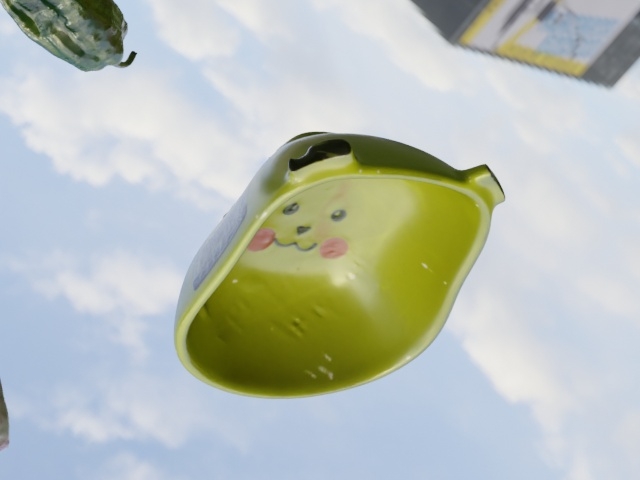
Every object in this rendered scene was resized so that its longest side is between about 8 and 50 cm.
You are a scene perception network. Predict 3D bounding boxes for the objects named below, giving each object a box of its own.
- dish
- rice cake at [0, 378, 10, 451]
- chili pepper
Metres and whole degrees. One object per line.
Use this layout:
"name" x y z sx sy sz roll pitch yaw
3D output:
"dish" 0.000 0.000 0.975 0.221 0.262 0.108 4 -135 -30
"rice cake" -0.327 0.142 0.789 0.365 0.056 0.073 -14 -80 -51
"chili pepper" -0.201 -0.184 1.061 0.072 0.073 0.204 7 154 37
